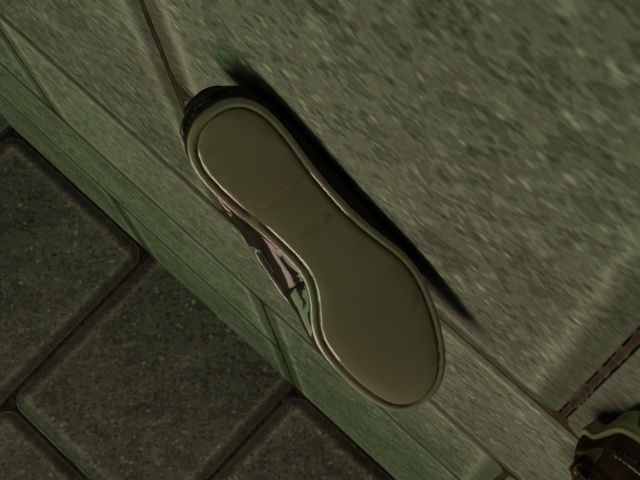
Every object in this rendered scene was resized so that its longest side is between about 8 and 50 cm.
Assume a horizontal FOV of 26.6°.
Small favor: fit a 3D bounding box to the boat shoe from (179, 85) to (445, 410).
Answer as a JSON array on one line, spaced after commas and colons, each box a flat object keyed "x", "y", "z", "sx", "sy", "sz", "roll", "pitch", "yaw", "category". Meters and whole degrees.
[{"x": 0.000, "y": 0.000, "z": 1.156, "sx": 0.335, "sy": 0.112, "sz": 0.095, "roll": 53, "pitch": -175, "yaw": -23, "category": "boat shoe"}]

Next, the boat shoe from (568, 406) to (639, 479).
[{"x": 0.225, "y": 0.195, "z": 1.059, "sx": 0.095, "sy": 0.095, "sz": 0.257, "roll": 41, "pitch": 170, "yaw": 17, "category": "boat shoe"}]
